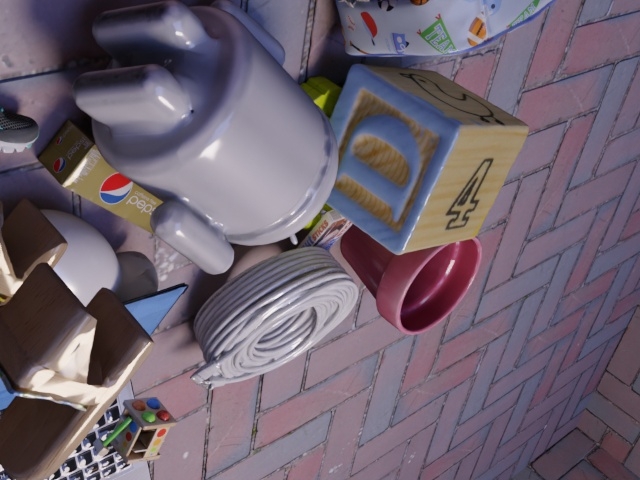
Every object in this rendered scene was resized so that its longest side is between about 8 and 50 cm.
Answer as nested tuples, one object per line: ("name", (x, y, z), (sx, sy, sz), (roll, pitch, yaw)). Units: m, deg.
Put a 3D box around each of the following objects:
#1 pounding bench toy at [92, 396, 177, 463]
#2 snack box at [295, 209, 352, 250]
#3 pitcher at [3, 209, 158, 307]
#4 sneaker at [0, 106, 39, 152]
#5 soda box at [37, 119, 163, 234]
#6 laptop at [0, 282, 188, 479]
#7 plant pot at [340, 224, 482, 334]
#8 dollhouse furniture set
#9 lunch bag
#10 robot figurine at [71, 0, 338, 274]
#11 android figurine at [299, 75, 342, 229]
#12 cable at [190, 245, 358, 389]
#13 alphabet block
("pounding bench toy", (-0.229, 0.230, 0.978), (0.083, 0.052, 0.065), (7, 116, -51))
("snack box", (0.000, 0.000, 1.234), (0.064, 0.022, 0.178), (-22, 163, -36))
("pitcher", (-0.305, 0.058, 0.920), (0.178, 0.125, 0.207), (-43, 158, 1))
("sneaker", (-0.334, -0.131, 0.752), (0.166, 0.065, 0.076), (8, 112, -54))
("soda box", (-0.234, -0.066, 0.927), (0.058, 0.061, 0.181), (-51, 147, 1))
("laptop", (-0.342, 0.282, 0.960), (0.382, 0.236, 0.407), (-18, 106, -38))
("plant pot", (0.140, 0.028, 1.346), (0.201, 0.180, 0.201), (-30, 141, -27))
("dollhouse furniture set", (-0.390, 0.011, 0.517), (0.256, 0.394, 0.362), (-51, 145, 1))
("lunch bag", (0.165, -0.325, 1.003), (0.303, 0.243, 0.115), (-32, 120, -25))
("robot figurine", (-0.108, -0.119, 0.893), (0.353, 0.200, 0.300), (40, 61, -53))
("android figurine", (0.010, -0.133, 1.157), (0.248, 0.056, 0.273), (-55, 148, 7))
("cable", (-0.067, 0.115, 1.224), (0.257, 0.089, 0.257), (-46, 154, 22))
("alphabet block", (0.132, -0.114, 1.099), (0.197, 0.192, 0.193), (-11, 132, -50))
